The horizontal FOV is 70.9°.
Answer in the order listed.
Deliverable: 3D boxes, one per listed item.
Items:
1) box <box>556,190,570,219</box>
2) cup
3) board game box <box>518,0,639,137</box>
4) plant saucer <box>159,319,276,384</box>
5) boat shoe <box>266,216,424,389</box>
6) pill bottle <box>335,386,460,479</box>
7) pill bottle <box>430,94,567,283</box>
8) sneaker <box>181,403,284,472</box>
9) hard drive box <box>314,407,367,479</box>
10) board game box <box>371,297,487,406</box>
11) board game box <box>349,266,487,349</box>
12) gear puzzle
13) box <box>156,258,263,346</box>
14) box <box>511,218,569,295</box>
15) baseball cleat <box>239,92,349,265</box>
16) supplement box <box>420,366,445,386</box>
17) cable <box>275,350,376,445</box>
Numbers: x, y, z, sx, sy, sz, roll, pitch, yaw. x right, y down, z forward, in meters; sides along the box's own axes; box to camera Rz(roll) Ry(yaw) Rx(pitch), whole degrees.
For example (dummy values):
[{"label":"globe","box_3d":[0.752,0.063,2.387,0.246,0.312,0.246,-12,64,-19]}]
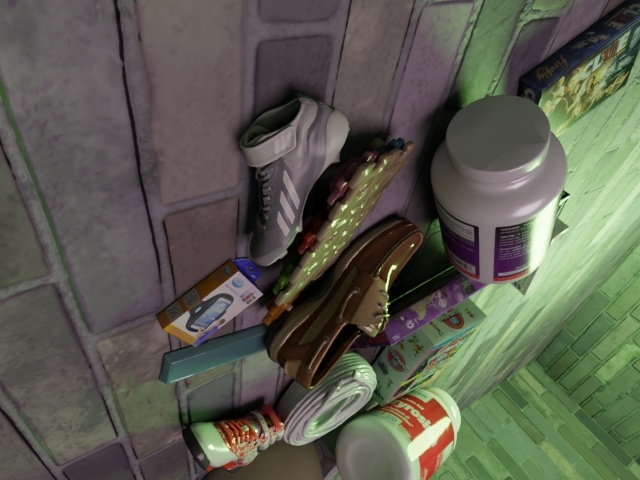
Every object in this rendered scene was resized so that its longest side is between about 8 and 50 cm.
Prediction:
[{"label":"box","box_3d":[0.501,-0.015,1.113,0.175,0.051,0.220,-28,145,-19]},{"label":"cup","box_3d":[-0.115,0.658,1.118,0.331,0.237,0.331,-26,144,-21]},{"label":"board game box","box_3d":[0.431,-0.265,0.752,0.243,0.042,0.165,-37,147,-6]},{"label":"plant saucer","box_3d":[-0.154,0.176,0.709,0.192,0.018,0.067,-12,138,-38]},{"label":"boat shoe","box_3d":[0.060,0.109,0.740,0.324,0.120,0.122,-46,148,0]},{"label":"pill bottle","box_3d":[0.243,0.558,1.278,0.408,0.229,0.229,-2,132,-53]},{"label":"pill bottle","box_3d":[0.272,-0.066,0.700,0.181,0.181,0.323,-39,147,-3]},{"label":"sneaker","box_3d":[-0.156,0.368,0.869,0.145,0.090,0.270,-34,150,-12]},{"label":"hard drive box","box_3d":[0.050,0.629,1.355,0.232,0.089,0.181,-7,135,-53]},{"label":"board game box","box_3d":[0.269,0.292,1.191,0.224,0.097,0.303,-14,141,-36]},{"label":"board game box","box_3d":[0.220,0.115,0.903,0.347,0.056,0.208,-25,170,-22]},{"label":"gear puzzle","box_3d":[0.000,0.000,0.620,0.175,0.044,0.339,-35,162,-52]},{"label":"box","box_3d":[-0.138,0.082,0.602,0.136,0.028,0.081,-36,147,-3]},{"label":"box","box_3d":[0.631,0.050,1.310,0.067,0.063,0.324,-31,146,-12]},{"label":"baseball cleat","box_3d":[-0.053,-0.064,0.495,0.109,0.072,0.206,14,116,-36]},{"label":"supplement box","box_3d":[0.353,0.338,1.359,0.078,0.080,0.233,-12,139,-38]},{"label":"cable","box_3d":[0.013,0.366,1.038,0.257,0.089,0.257,-44,148,6]}]
